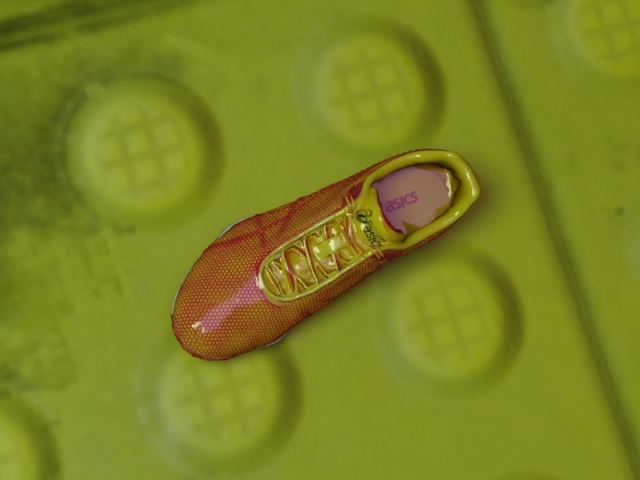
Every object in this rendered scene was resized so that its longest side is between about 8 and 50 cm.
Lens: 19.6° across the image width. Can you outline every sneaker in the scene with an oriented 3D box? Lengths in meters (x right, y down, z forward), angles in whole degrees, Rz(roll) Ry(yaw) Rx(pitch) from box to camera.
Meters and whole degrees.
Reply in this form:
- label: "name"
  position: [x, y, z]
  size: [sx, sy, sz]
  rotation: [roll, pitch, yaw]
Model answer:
- label: "sneaker"
  position: [0.000, 0.000, 0.924]
  size: [0.175, 0.067, 0.064]
  rotation: [-34, 91, -17]
